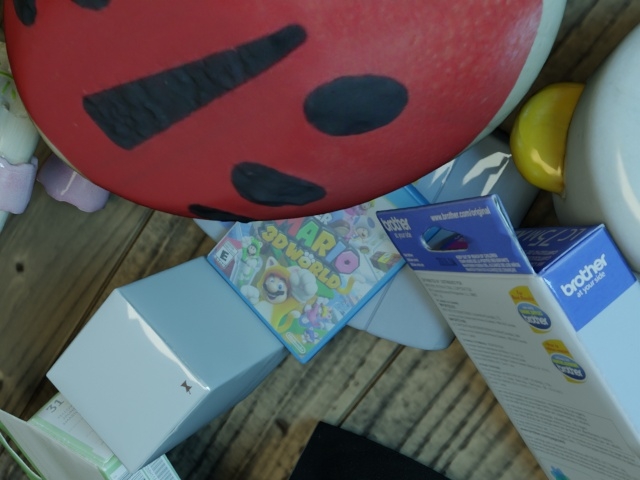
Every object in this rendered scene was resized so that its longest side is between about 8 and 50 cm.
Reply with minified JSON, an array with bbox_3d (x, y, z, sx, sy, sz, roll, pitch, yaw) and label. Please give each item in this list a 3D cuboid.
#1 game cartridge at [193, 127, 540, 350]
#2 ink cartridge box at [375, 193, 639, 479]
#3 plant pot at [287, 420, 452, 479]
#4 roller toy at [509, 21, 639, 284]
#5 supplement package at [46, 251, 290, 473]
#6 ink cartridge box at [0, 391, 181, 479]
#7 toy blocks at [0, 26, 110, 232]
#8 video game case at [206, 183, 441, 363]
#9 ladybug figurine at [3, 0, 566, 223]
[{"bbox_3d":[0.009,-0.050,0.788,0.297,0.062,0.198,32,107,15],"label":"game cartridge"},{"bbox_3d":[0.168,0.091,0.645,0.065,0.186,0.311,-38,99,-14],"label":"ink cartridge box"},{"bbox_3d":[0.049,0.276,0.773,0.166,0.188,0.188,10,104,8],"label":"plant pot"},{"bbox_3d":[0.243,-0.046,0.610,0.209,0.146,0.191,-28,84,-2],"label":"roller toy"},{"bbox_3d":[-0.107,0.088,0.794,0.105,0.179,0.105,47,114,9],"label":"supplement package"},{"bbox_3d":[-0.209,0.202,0.892,0.235,0.056,0.171,17,141,42],"label":"ink cartridge box"},{"bbox_3d":[-0.360,-0.083,0.801,0.288,0.309,0.260,35,106,15],"label":"toy blocks"},{"bbox_3d":[0.000,0.000,0.764,0.119,0.015,0.166,47,114,9],"label":"video game case"},{"bbox_3d":[-0.055,-0.129,0.582,0.305,0.162,0.449,48,150,-17],"label":"ladybug figurine"}]
